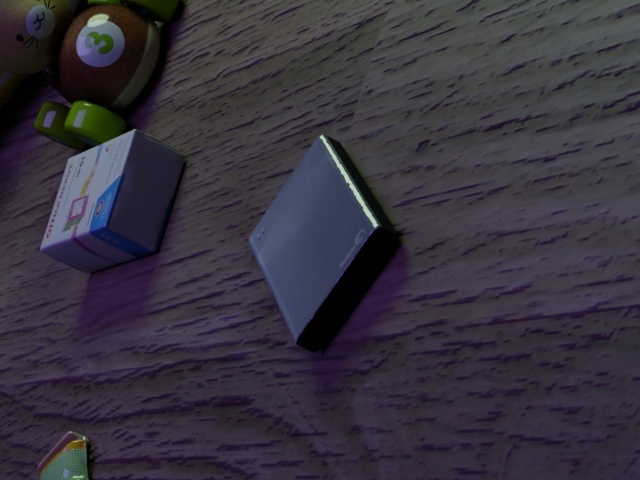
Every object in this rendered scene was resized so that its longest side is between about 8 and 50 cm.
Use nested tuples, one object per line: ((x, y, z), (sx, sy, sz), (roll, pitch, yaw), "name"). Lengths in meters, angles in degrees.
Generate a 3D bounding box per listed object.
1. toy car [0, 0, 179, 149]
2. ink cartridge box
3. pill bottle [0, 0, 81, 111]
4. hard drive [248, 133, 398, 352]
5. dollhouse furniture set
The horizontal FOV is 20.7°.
((-0.246, -0.186, 1.532), (0.149, 0.188, 0.155), (7, 73, 61), "toy car")
((-0.170, -0.030, 1.419), (0.122, 0.052, 0.088), (-18, 52, 55), "ink cartridge box")
((-0.361, -0.236, 1.774), (0.334, 0.188, 0.188), (-46, 33, 29), "pill bottle")
((0.000, 0.000, 1.135), (0.094, 0.022, 0.135), (-55, 29, 16), "hard drive")
((-0.235, 0.205, 1.324), (0.151, 0.058, 0.076), (-47, 33, 29), "dollhouse furniture set")
